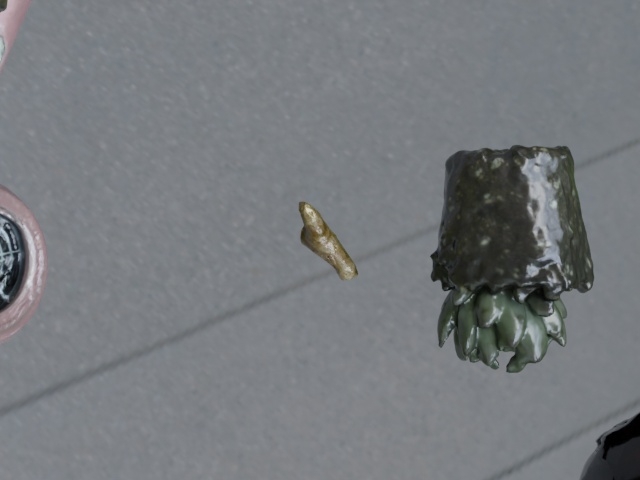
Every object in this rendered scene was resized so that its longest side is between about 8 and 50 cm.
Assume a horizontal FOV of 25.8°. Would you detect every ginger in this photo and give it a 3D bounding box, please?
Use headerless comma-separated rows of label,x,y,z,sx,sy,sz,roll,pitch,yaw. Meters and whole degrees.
ginger,-0.001,0.000,1.299,0.030,0.048,0.097,-38,121,-4

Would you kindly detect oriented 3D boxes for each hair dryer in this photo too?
hair dryer,-0.279,-0.087,1.060,0.125,0.210,0.352,41,58,-47

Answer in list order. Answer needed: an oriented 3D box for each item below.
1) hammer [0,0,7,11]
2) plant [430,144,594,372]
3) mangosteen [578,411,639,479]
hammer,-0.118,-0.225,0.485,0.125,0.027,0.297,10,81,-68
plant,0.169,0.014,1.219,0.132,0.129,0.194,-5,95,-63
mangosteen,0.299,0.236,1.078,0.194,0.230,0.194,-23,164,-7
